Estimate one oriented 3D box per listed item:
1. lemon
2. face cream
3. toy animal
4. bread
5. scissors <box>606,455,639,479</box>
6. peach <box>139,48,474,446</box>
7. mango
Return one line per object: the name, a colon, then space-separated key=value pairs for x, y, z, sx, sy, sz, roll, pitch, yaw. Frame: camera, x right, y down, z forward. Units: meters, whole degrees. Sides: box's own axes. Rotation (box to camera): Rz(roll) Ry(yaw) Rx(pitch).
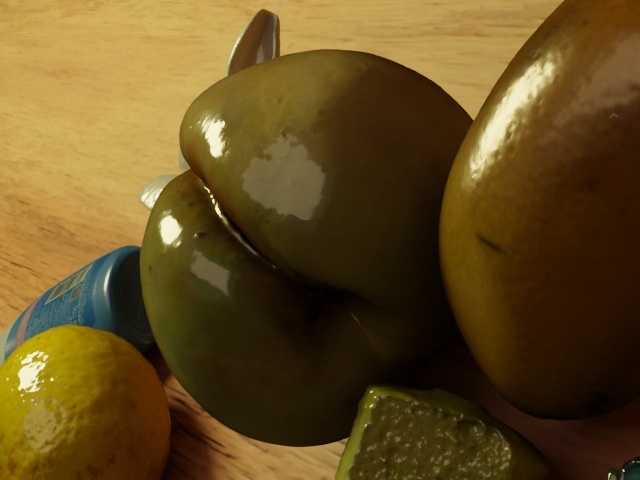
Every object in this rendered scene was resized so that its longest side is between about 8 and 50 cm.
lemon: x=-0.216 y=0.171 z=1.235 sx=0.170 sy=0.170 sz=0.207 roll=-49 pitch=41 yaw=16
face cream: x=-0.261 y=0.103 z=1.424 sx=0.264 sy=0.083 sz=0.149 roll=-28 pitch=42 yaw=39
toy animal: x=-0.069 y=-0.103 z=1.309 sx=0.221 sy=0.103 sz=0.131 roll=-58 pitch=30 yaw=4
bread: x=0.075 y=0.155 z=0.890 sx=0.129 sy=0.111 sz=0.114 roll=25 pitch=89 yaw=21
scissors: x=0.263 y=0.209 z=0.661 sx=0.180 sy=0.032 sz=0.393 roll=-59 pitch=32 yaw=3
peach: x=-0.001 y=0.001 z=1.012 sx=0.292 sy=0.247 sz=0.292 roll=-161 pitch=90 yaw=-83
mango: x=0.190 y=-0.035 z=0.823 sx=0.211 sy=0.173 sz=0.317 roll=41 pitch=109 yaw=16
